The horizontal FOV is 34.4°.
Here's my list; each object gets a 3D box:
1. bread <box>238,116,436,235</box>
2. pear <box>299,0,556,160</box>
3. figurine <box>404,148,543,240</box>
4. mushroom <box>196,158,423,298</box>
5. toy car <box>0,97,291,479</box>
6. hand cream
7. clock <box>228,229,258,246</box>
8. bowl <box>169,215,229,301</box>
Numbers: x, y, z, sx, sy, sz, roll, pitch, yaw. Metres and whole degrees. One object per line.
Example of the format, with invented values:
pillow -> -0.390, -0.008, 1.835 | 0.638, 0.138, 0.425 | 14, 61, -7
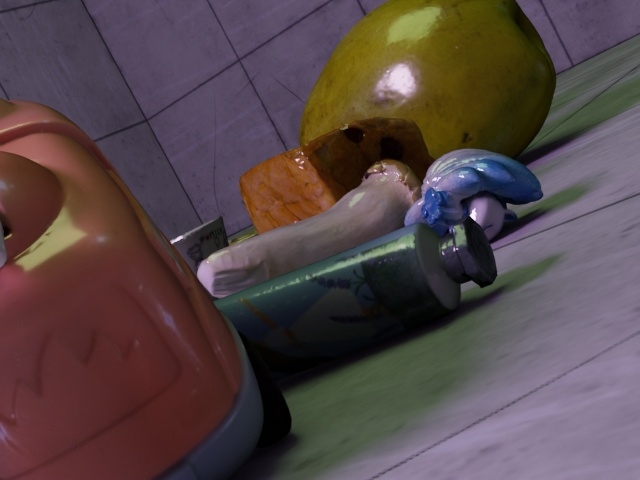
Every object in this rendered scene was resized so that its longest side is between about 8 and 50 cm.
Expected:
bread -> 0.022, -0.035, 0.991 | 0.149, 0.143, 0.158 | -32, 10, -41
pear -> 0.126, -0.165, 1.230 | 0.307, 0.253, 0.253 | -39, -1, 26
figurine -> 0.128, -0.032, 0.814 | 0.114, 0.079, 0.114 | -9, -30, -5
mushroom -> 0.000, 0.000, 0.832 | 0.209, 0.071, 0.084 | -25, -20, -31
toy car -> -0.154, 0.031, 0.535 | 0.180, 0.212, 0.270 | -30, 35, -15
hand cream -> -0.016, 0.054, 0.669 | 0.271, 0.091, 0.058 | -22, 39, 24
clock -> -0.119, 0.010, 1.846 | 0.237, 0.057, 0.237 | -26, 4, 2
bowl -> -0.210, 0.058, 1.491 | 0.211, 0.112, 0.211 | -29, 4, 2
